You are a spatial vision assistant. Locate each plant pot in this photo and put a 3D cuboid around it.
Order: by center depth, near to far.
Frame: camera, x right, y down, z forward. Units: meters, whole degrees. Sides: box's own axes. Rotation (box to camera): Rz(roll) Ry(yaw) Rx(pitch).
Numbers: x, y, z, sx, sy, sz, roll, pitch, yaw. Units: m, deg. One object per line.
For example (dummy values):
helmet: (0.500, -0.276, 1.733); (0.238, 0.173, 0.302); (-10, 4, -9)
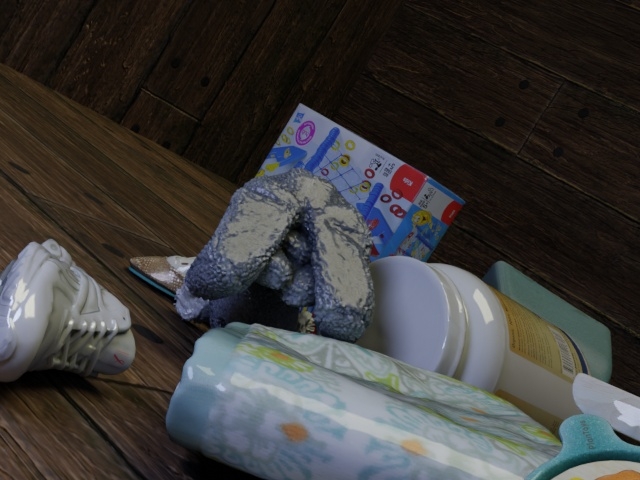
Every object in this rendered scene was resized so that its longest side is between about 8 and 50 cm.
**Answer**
plant pot: (0.332, 0.235, 1.594); (0.247, 0.248, 0.252); (32, 22, -6)

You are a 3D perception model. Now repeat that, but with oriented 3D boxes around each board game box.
board game box: (0.000, 0.000, 1.331); (0.086, 0.302, 0.308); (28, 5, -43)

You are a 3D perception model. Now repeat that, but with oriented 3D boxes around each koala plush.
koala plush: (-0.057, 0.052, 1.074); (0.196, 0.221, 0.203); (21, 45, -10)

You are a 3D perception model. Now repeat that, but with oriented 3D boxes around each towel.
towel: (0.052, 0.152, 0.804); (0.320, 0.090, 0.374); (17, 0, 1)

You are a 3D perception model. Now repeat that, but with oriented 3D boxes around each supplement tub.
supplement tub: (0.168, 0.162, 1.177); (0.316, 0.228, 0.228); (29, 5, -41)

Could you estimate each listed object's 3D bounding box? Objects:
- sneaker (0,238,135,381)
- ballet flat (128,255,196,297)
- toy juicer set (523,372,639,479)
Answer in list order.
sneaker: (-0.188, 0.062, 0.714); (0.115, 0.090, 0.232); (35, 5, -9)
ballet flat: (-0.140, 0.061, 1.196); (0.206, 0.067, 0.073); (32, 4, 1)
toy juicer set: (0.205, 0.173, 0.522); (0.209, 0.090, 0.329); (7, 34, 26)
